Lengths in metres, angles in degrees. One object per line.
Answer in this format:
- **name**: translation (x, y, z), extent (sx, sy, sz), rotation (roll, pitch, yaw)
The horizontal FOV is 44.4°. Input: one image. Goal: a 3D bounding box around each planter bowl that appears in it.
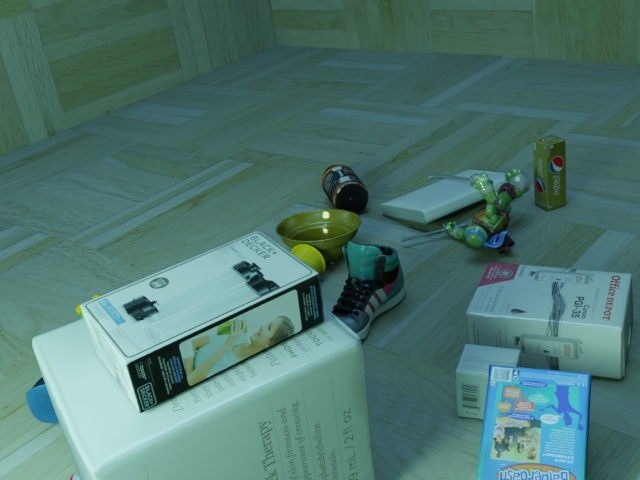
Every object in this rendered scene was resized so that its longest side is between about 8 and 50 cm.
- **planter bowl**: translation (0.000, 0.000, 1.970), extent (0.217, 0.090, 0.217), rotation (-6, 22, 3)

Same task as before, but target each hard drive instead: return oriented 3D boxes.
- **hard drive**: translation (0.345, -0.123, 2.125), extent (0.307, 0.040, 0.203), rotation (-23, 18, -24)

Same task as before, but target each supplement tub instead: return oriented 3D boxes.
- **supplement tub**: translation (0.064, -0.152, 2.239), extent (0.106, 0.106, 0.198), rotation (-14, 27, -8)

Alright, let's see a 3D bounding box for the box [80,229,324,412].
- **box**: translation (-0.160, 0.100, 1.087), extent (0.290, 0.087, 0.169), rotation (-23, 35, -26)

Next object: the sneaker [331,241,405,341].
- **sneaker**: translation (0.081, 0.096, 1.661), extent (0.123, 0.178, 0.295), rotation (11, 33, 34)

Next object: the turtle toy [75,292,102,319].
- **turtle toy**: translation (-0.516, 0.187, 1.801), extent (0.095, 0.066, 0.130), rotation (33, 47, 22)

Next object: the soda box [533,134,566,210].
- **soda box**: translation (0.591, -0.174, 2.024), extent (0.061, 0.181, 0.058), rotation (-18, 27, -17)

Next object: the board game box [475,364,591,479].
- **board game box**: translation (0.332, 0.303, 1.216), extent (0.160, 0.047, 0.210), rotation (3, 58, 21)

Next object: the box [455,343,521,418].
- **box**: translation (0.295, 0.249, 1.374), extent (0.102, 0.101, 0.087), rotation (3, 29, 21)

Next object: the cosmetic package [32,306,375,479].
- **cosmetic package**: translation (-0.171, 0.277, 1.202), extent (0.393, 0.329, 0.327), rotation (-23, 35, -24)

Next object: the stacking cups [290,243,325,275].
- **stacking cups**: translation (-0.100, 0.122, 1.766), extent (0.096, 0.096, 0.316), rotation (6, 31, 28)

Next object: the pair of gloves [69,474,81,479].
- **pair of gloves**: translation (-0.368, 0.387, 1.409), extent (0.159, 0.023, 0.198), rotation (-9, 27, 0)

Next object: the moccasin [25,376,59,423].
- **moccasin**: translation (-0.387, 0.272, 1.484), extent (0.342, 0.138, 0.117), rotation (2, 19, 14)

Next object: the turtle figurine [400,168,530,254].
- **turtle figurine**: translation (0.377, -0.096, 1.928), extent (0.274, 0.198, 0.266), rotation (16, 32, 34)

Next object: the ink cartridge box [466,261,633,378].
- **ink cartridge box**: translation (0.445, 0.146, 1.511), extent (0.283, 0.117, 0.207), rotation (4, 29, 25)
